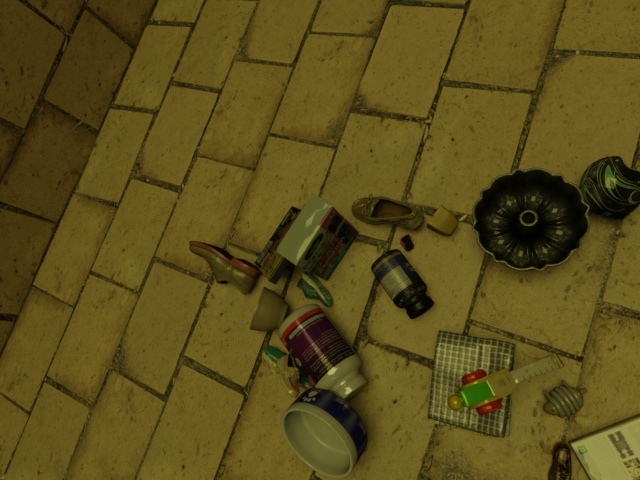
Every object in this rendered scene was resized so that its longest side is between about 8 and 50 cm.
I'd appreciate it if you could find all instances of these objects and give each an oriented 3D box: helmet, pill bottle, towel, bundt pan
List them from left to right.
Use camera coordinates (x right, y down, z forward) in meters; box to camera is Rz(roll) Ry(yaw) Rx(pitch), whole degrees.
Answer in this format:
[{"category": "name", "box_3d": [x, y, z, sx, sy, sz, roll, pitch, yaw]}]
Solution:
[{"category": "pill bottle", "box_3d": [0.011, 0.381, 1.507, 0.181, 0.181, 0.323, -43, 64, 6]}, {"category": "pill bottle", "box_3d": [0.275, 0.146, 1.501, 0.122, 0.123, 0.219, -38, 66, 8]}, {"category": "towel", "box_3d": [0.453, 0.429, 1.351, 0.234, 0.121, 0.284, 5, 77, 24]}, {"category": "bundt pan", "box_3d": [0.647, -0.054, 1.409, 0.330, 0.124, 0.331, -6, 74, 20]}, {"category": "helmet", "box_3d": [0.857, -0.159, 1.334, 0.161, 0.169, 0.169, 34, 89, 10]}]

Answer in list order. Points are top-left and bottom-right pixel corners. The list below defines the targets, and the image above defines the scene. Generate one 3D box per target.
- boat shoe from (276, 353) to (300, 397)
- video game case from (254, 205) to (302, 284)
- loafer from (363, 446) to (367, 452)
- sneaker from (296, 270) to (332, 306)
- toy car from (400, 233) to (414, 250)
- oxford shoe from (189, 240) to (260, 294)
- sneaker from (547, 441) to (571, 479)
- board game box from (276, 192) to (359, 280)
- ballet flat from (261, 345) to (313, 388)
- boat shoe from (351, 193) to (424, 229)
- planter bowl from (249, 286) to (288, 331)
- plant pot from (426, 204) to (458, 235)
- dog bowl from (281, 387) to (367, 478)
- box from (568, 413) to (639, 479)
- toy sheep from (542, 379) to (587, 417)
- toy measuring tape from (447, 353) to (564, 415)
[{"category": "boat shoe", "box_3d": [-0.098, 0.440, 1.489, 0.059, 0.063, 0.170, -42, 37, 7]}, {"category": "video game case", "box_3d": [-0.134, 0.009, 1.669, 0.275, 0.035, 0.248, -57, 23, -1]}, {"category": "loafer", "box_3d": [0.108, 0.642, 1.480, 0.125, 0.039, 0.045, 55, 132, 27]}, {"category": "sneaker", "box_3d": [-0.024, 0.191, 1.651, 0.166, 0.065, 0.076, 46, 111, 29]}, {"category": "toy car", "box_3d": [0.324, -0.020, 1.587, 0.122, 0.060, 0.040, -46, 19, -14]}, {"category": "oxford shoe", "box_3d": [-0.406, 0.101, 1.789, 0.348, 0.123, 0.130, 24, 90, 27]}, {"category": "sneaker", "box_3d": [0.661, 0.640, 1.238, 0.061, 0.065, 0.158, 0, 75, 22]}, {"category": "board game box", "box_3d": [0.000, 0.000, 1.550, 0.097, 0.303, 0.224, 33, 89, 24]}, {"category": "ballet flat", "box_3d": [-0.115, 0.464, 1.602, 0.241, 0.091, 0.077, 31, 118, 30]}, {"category": "boat shoe", "box_3d": [0.225, -0.112, 1.595, 0.285, 0.089, 0.105, 11, 75, 35]}, {"category": "planter bowl", "box_3d": [-0.181, 0.262, 1.644, 0.109, 0.162, 0.162, 18, 82, -1]}, {"category": "plant pot", "box_3d": [0.420, -0.059, 1.528, 0.083, 0.081, 0.081, 37, 91, 14]}, {"category": "dog bowl", "box_3d": [0.010, 0.600, 1.409, 0.264, 0.104, 0.265, 17, 123, 28]}, {"category": "box", "box_3d": [0.870, 0.586, 1.178, 0.321, 0.058, 0.232, -29, 67, 14]}, {"category": "toy sheep", "box_3d": [0.691, 0.450, 1.272, 0.132, 0.091, 0.091, -33, 66, 5]}, {"category": "toy measuring tape", "box_3d": [0.499, 0.394, 1.240, 0.329, 0.121, 0.122, -19, 67, -7]}]
